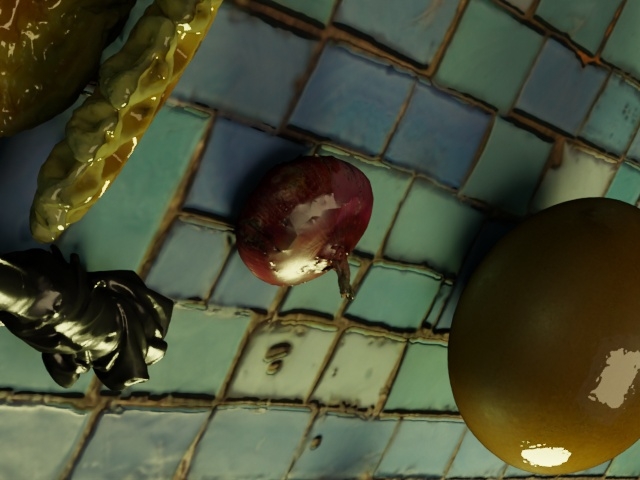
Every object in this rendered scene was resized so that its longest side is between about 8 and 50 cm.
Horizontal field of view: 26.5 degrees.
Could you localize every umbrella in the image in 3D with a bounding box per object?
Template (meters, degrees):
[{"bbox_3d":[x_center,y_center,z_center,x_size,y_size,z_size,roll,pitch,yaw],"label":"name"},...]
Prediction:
[{"bbox_3d":[-0.207,0.055,1.069,0.118,0.118,0.340,-56,166,-4],"label":"umbrella"}]

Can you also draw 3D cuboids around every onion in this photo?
[{"bbox_3d":[0.000,0.000,1.325,0.150,0.140,0.150,-22,140,-20],"label":"onion"}]

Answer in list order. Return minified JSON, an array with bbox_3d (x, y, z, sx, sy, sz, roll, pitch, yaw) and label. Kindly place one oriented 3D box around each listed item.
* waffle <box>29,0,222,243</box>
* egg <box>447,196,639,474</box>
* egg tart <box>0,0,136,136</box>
[{"bbox_3d":[-0.142,-0.111,1.013,0.261,0.056,0.250,-56,-170,-8],"label":"waffle"},{"bbox_3d":[0.305,0.115,1.663,0.282,0.283,0.351,25,94,-55],"label":"egg"},{"bbox_3d":[-0.233,-0.181,0.933,0.241,0.106,0.241,-27,133,-34],"label":"egg tart"}]
